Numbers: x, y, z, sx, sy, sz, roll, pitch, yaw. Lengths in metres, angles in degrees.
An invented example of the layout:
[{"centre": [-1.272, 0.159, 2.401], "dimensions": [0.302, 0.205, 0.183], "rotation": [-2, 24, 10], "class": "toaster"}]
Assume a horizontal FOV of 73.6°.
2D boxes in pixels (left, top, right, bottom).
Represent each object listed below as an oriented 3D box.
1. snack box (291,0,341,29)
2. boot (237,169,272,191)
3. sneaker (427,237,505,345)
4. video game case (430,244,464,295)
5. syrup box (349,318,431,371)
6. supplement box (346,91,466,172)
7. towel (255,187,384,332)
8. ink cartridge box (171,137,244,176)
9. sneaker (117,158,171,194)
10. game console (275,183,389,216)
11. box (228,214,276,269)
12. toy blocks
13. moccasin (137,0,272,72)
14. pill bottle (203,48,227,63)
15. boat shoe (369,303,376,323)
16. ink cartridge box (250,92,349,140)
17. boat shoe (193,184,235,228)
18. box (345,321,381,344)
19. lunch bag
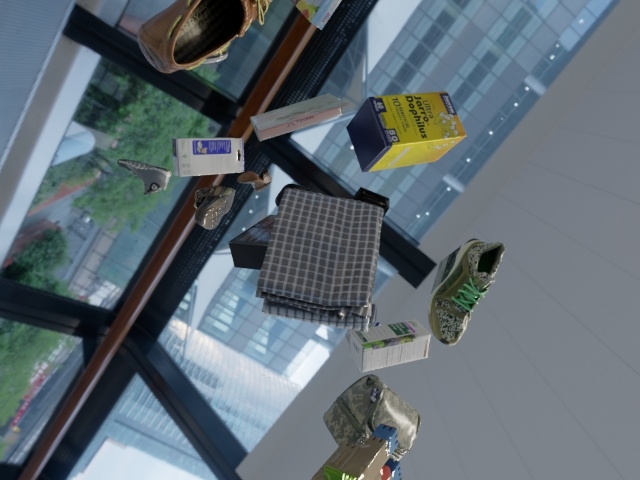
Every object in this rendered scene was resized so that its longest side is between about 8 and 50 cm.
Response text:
[{"centre": [-0.010, -0.886, 1.519], "dimensions": [0.174, 0.070, 0.207], "rotation": [-47, -123, 27], "class": "snack box"}, {"centre": [-0.214, -0.191, 1.409], "dimensions": [0.087, 0.118, 0.042], "rotation": [107, -37, -62], "class": "boot"}, {"centre": [0.496, 0.155, 1.430], "dimensions": [0.411, 0.158, 0.182], "rotation": [-61, -179, -16], "class": "sneaker"}, {"centre": [0.534, 0.129, 1.797], "dimensions": [0.190, 0.022, 0.173], "rotation": [-62, -177, -33], "class": "video game case"}, {"centre": [0.216, 0.323, 1.331], "dimensions": [0.093, 0.236, 0.097], "rotation": [-133, -140, -60], "class": "syrup box"}, {"centre": [0.310, -0.398, 1.563], "dimensions": [0.195, 0.356, 0.194], "rotation": [-42, -116, 62], "class": "supplement box"}, {"centre": [0.006, 0.028, 0.888], "dimensions": [0.121, 0.234, 0.284], "rotation": [102, 0, -54], "class": "towel"}, {"centre": [-0.506, -0.386, 1.955], "dimensions": [0.065, 0.332, 0.166], "rotation": [17, -69, 46], "class": "ink cartridge box"}, {"centre": [-0.762, -0.264, 1.825], "dimensions": [0.086, 0.228, 0.132], "rotation": [-83, -172, -81], "class": "sneaker"}, {"centre": [0.036, -0.104, 1.379], "dimensions": [0.213, 0.361, 0.044], "rotation": [-54, -149, 33], "class": "game console"}, {"centre": [-0.161, 0.002, 1.483], "dimensions": [0.184, 0.103, 0.261], "rotation": [1, -156, 28], "class": "box"}, {"centre": [0.108, 0.632, 1.037], "dimensions": [0.190, 0.382, 0.260], "rotation": [2, -165, 37], "class": "toy blocks"}, {"centre": [-0.182, -0.469, 0.841], "dimensions": [0.146, 0.139, 0.380], "rotation": [27, -118, 34], "class": "moccasin"}, {"centre": [-0.376, -0.691, 1.374], "dimensions": [0.119, 0.119, 0.209], "rotation": [-74, 163, -50], "class": "pill bottle"}, {"centre": [0.206, 0.361, 1.887], "dimensions": [0.066, 0.066, 0.183], "rotation": [70, 32, -56], "class": "boat shoe"}, {"centre": [-0.064, -0.368, 1.299], "dimensions": [0.274, 0.060, 0.239], "rotation": [-19, -150, -6], "class": "ink cartridge box"}, {"centre": [-0.462, -0.146, 1.771], "dimensions": [0.355, 0.130, 0.133], "rotation": [-77, -172, -72], "class": "boat shoe"}, {"centre": [0.187, 0.406, 1.713], "dimensions": [0.137, 0.126, 0.072], "rotation": [-14, -166, 32], "class": "box"}, {"centre": [0.196, 0.647, 1.537], "dimensions": [0.256, 0.305, 0.212], "rotation": [-49, -153, -5], "class": "lunch bag"}]
